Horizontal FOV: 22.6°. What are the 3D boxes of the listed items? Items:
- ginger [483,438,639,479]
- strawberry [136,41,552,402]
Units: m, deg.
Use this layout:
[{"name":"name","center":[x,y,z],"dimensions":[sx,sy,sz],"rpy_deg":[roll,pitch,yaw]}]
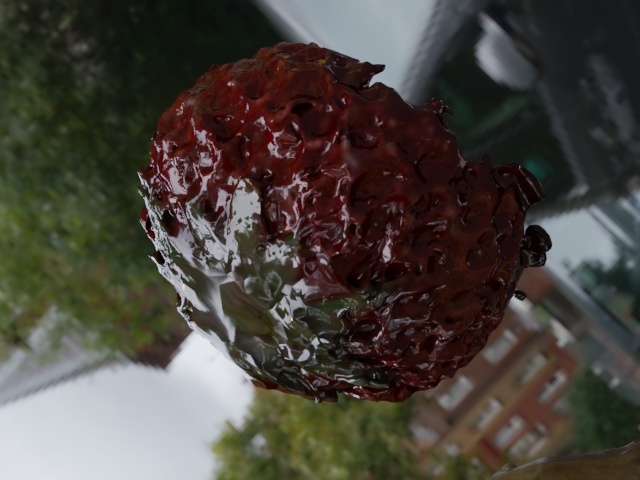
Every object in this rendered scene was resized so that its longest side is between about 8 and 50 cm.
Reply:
[{"name":"ginger","center":[0.253,0.178,0.762],"dimensions":[0.348,0.363,0.122],"rpy_deg":[51,172,32]},{"name":"strawberry","center":[0.000,0.000,0.560],"dimensions":[0.145,0.086,0.145],"rpy_deg":[23,136,25]}]
